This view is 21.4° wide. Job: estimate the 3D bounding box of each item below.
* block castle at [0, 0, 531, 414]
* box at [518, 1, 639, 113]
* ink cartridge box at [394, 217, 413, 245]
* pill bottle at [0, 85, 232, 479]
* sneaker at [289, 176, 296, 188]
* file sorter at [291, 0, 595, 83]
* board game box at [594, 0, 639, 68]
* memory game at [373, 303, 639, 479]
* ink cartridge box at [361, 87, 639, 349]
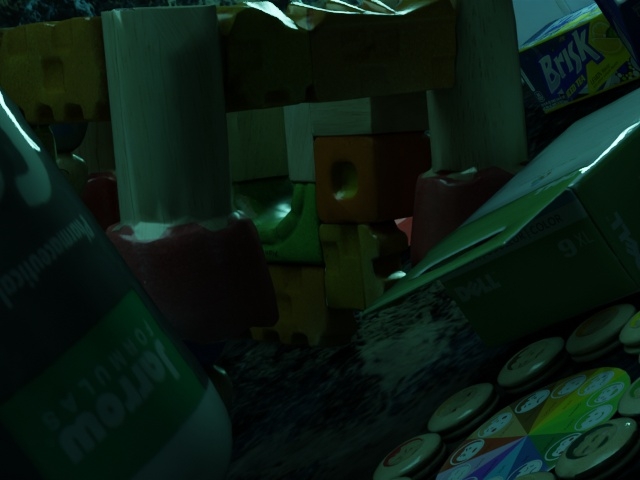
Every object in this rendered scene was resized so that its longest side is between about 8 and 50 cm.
[{"bbox_3d":[-0.109,-0.024,1.001,0.303,0.212,0.453,-11,8,-42],"label":"block castle"},{"bbox_3d":[0.219,-0.150,1.270,0.054,0.059,0.169,-40,11,-30],"label":"box"},{"bbox_3d":[0.000,0.000,1.300,0.181,0.056,0.225,-37,8,-12],"label":"ink cartridge box"},{"bbox_3d":[-0.162,0.053,0.611,0.204,0.361,0.204,-34,9,6],"label":"pill bottle"},{"bbox_3d":[0.000,-0.068,1.639,0.192,0.064,0.086,-33,17,9],"label":"sneaker"},{"bbox_3d":[0.142,-0.227,1.445,0.278,0.192,0.173,-30,1,25],"label":"file sorter"},{"bbox_3d":[0.252,-0.307,1.211,0.233,0.078,0.347,-29,50,5],"label":"board game box"},{"bbox_3d":[0.086,0.078,0.712,0.186,0.012,0.186,-34,9,6],"label":"memory game"},{"bbox_3d":[0.126,-0.008,0.826,0.209,0.062,0.109,-39,7,-40],"label":"ink cartridge box"}]
